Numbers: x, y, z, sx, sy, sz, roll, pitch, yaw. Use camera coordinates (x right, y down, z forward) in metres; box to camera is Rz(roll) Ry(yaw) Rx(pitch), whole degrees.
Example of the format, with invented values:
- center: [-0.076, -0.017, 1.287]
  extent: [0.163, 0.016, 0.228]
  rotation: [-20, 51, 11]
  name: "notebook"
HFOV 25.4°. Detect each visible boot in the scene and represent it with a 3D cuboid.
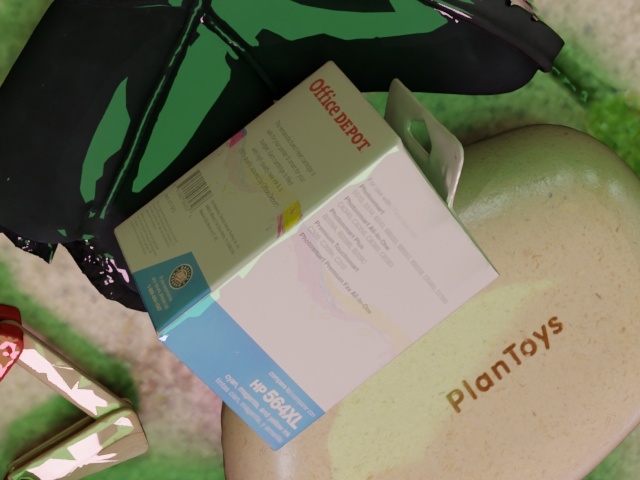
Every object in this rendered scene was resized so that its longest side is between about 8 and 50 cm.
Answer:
- center: [-0.031, -0.060, 0.686]
  extent: [0.247, 0.094, 0.207]
  rotation: [21, 101, -16]
  name: "boot"

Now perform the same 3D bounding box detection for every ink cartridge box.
- center: [0.000, 0.000, 0.616]
  extent: [0.143, 0.092, 0.090]
  rotation: [-37, 124, 4]
  name: "ink cartridge box"

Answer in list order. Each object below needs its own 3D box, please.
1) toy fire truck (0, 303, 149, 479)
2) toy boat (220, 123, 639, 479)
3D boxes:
- center: [-0.136, 0.122, 0.748]
  extent: [0.192, 0.047, 0.135]
  rotation: [25, 99, -21]
  name: "toy fire truck"
- center: [0.094, 0.111, 0.762]
  extent: [0.268, 0.148, 0.318]
  rotation: [-31, 105, -7]
  name: "toy boat"
